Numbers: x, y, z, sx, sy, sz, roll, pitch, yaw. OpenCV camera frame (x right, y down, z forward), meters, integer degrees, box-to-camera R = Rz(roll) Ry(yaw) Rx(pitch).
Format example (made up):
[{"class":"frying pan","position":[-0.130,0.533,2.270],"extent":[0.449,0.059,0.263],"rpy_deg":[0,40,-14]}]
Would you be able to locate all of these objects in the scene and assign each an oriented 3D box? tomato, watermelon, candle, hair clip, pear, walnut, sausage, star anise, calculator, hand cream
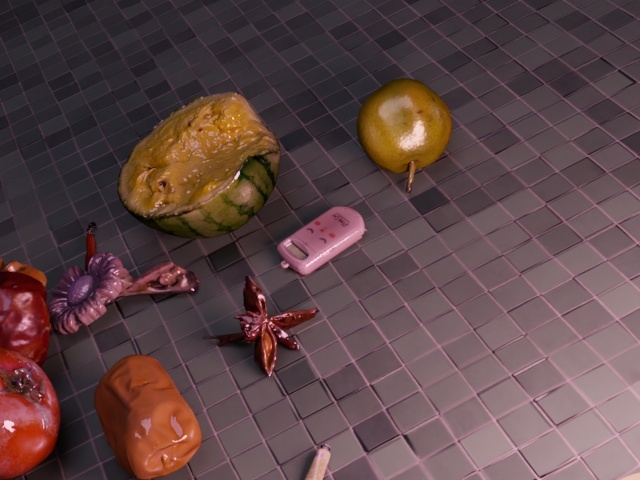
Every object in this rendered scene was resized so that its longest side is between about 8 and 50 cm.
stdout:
[{"class":"tomato","position":[-0.538,0.286,1.940],"extent":[0.188,0.232,0.232],"rpy_deg":[-49,31,23]},{"class":"watermelon","position":[-0.211,-0.112,2.296],"extent":[0.331,0.189,0.331],"rpy_deg":[-25,35,19]},{"class":"candle","position":[-0.455,0.016,2.384],"extent":[0.026,0.021,0.167],"rpy_deg":[-18,39,2]},{"class":"hair clip","position":[-0.375,0.085,2.227],"extent":[0.300,0.069,0.173],"rpy_deg":[-12,40,12]},{"class":"pear","position":[0.163,-0.193,2.254],"extent":[0.180,0.166,0.216],"rpy_deg":[-10,64,-5]},{"class":"walnut","position":[-0.610,0.143,2.118],"extent":[0.269,0.244,0.222],"rpy_deg":[-7,-9,-15]},{"class":"sausage","position":[-0.280,0.277,1.915],"extent":[0.136,0.120,0.241],"rpy_deg":[-18,36,-15]},{"class":"star anise","position":[-0.108,0.158,2.042],"extent":[0.140,0.144,0.158],"rpy_deg":[32,58,-7]},{"class":"calculator","position":[0.000,0.000,2.186],"extent":[0.175,0.032,0.100],"rpy_deg":[-34,40,-15]},{"class":"hand cream","position":[-0.008,0.349,1.790],"extent":[0.035,0.022,0.102],"rpy_deg":[2,49,26]}]

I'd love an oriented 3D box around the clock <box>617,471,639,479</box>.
[{"class":"clock","position":[0.437,0.392,1.531],"extent":[0.235,0.029,0.235],"rpy_deg":[-14,38,11]}]
